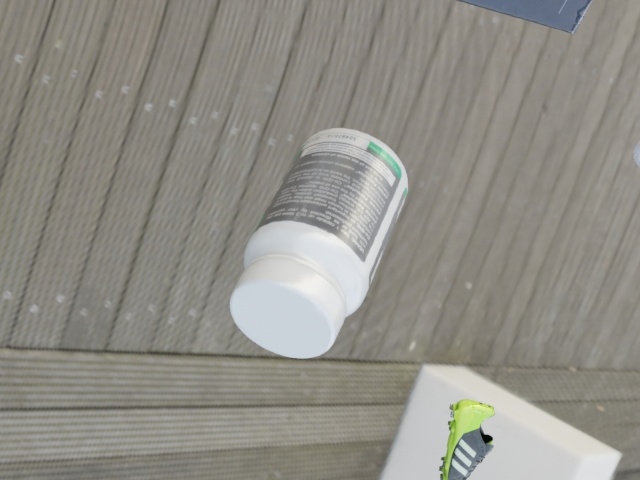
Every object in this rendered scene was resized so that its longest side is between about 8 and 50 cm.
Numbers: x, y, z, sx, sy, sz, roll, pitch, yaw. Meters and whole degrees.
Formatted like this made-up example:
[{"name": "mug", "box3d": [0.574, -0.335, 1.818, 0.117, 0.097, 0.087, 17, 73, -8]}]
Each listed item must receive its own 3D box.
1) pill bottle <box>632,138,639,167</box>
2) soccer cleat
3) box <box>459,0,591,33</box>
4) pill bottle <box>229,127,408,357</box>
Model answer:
[{"name": "pill bottle", "box3d": [0.594, -0.174, 1.583, 0.152, 0.086, 0.086, -43, 135, -15]}, {"name": "soccer cleat", "box3d": [0.220, 0.323, 1.445, 0.060, 0.072, 0.178, -75, 173, -70]}, {"name": "box", "box3d": [0.239, -0.514, 1.368, 0.396, 0.212, 0.293, 13, 133, -14]}, {"name": "pill bottle", "box3d": [0.000, 0.000, 1.553, 0.361, 0.204, 0.204, -64, 147, -42]}]
